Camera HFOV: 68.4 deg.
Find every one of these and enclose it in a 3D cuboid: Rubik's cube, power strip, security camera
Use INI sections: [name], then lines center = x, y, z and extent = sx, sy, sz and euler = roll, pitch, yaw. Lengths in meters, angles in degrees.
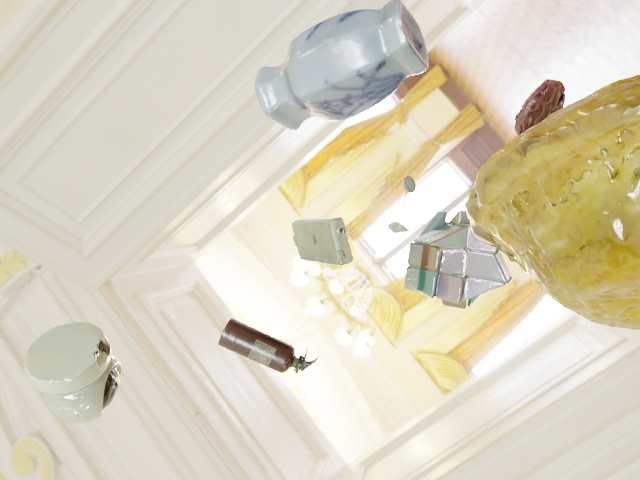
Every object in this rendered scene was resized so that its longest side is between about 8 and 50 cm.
[Rubik's cube]
center = 0.505, 0.072, 1.714
extent = 0.368, 0.358, 0.387
euler = 7, -179, 24
[power strip]
center = 0.000, 0.000, 1.237
extent = 0.270, 0.046, 0.118
euler = 4, 108, 64
[security camera]
center = -0.608, 0.347, 1.187
extent = 0.195, 0.194, 0.236
euler = -115, 20, -50

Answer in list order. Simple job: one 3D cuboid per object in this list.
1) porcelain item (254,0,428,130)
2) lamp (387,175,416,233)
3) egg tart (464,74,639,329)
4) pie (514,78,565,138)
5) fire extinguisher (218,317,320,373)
[porcelain item]
center = 0.048, -0.418, 1.168
extent = 0.242, 0.405, 0.179
euler = 16, -116, -55
[lamp]
center = 0.235, -0.103, 1.285
extent = 0.050, 0.056, 0.198
euler = 38, -124, -25
[egg tart]
center = 0.396, -0.001, 0.539
extent = 0.443, 0.443, 0.178
euler = 38, -125, -44
[pie]
center = 0.484, -0.282, 1.044
extent = 0.038, 0.153, 0.153
euler = 43, -175, 40
[fire extinguisher]
center = -0.118, 0.248, 1.103
extent = 0.231, 0.099, 0.071
euler = 23, -159, 2
